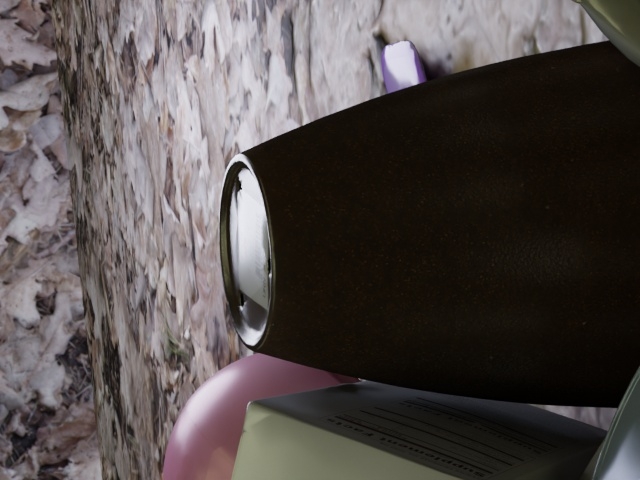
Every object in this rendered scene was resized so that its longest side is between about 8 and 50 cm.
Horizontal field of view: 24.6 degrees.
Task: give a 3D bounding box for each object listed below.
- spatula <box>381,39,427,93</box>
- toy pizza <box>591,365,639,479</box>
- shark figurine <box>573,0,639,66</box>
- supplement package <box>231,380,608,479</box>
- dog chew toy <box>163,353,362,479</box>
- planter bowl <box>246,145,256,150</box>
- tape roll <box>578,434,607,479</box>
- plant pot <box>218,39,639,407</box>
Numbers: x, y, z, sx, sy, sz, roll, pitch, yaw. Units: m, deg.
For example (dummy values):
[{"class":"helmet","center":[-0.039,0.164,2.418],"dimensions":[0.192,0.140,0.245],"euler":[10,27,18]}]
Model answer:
[{"class":"spatula","center":[0.075,-0.001,1.108],"dimensions":[0.084,0.030,0.296],"euler":[-169,75,-72]},{"class":"toy pizza","center":[0.158,0.105,0.563],"dimensions":[0.201,0.032,0.201],"euler":[-161,90,-77]},{"class":"shark figurine","center":[0.146,-0.135,0.752],"dimensions":[0.166,0.116,0.278],"euler":[104,156,-45]},{"class":"supplement package","center":[0.055,0.161,0.802],"dimensions":[0.134,0.244,0.139],"euler":[17,96,24]},{"class":"dog chew toy","center":[-0.064,0.245,1.084],"dimensions":[0.332,0.207,0.206],"euler":[-53,26,2]},{"class":"planter bowl","center":[0.000,0.000,1.205],"dimensions":[0.162,0.109,0.162],"euler":[175,90,-71]},{"class":"tape roll","center":[0.174,0.212,0.587],"dimensions":[0.392,0.072,0.392],"euler":[-162,90,-78]},{"class":"plant pot","center":[0.067,-0.002,0.821],"dimensions":[0.215,0.231,0.215],"euler":[176,90,-71]}]
